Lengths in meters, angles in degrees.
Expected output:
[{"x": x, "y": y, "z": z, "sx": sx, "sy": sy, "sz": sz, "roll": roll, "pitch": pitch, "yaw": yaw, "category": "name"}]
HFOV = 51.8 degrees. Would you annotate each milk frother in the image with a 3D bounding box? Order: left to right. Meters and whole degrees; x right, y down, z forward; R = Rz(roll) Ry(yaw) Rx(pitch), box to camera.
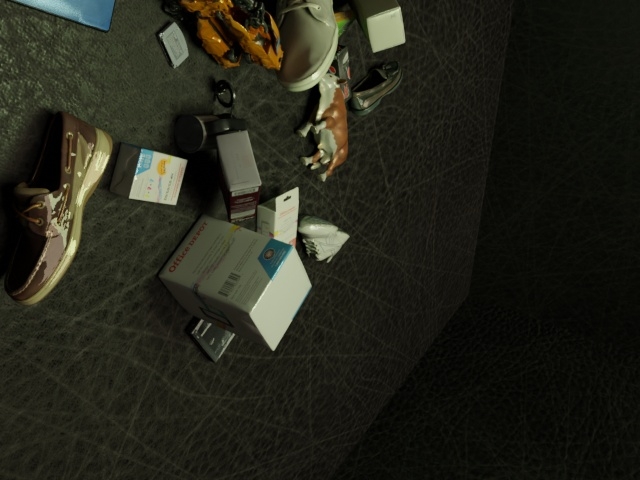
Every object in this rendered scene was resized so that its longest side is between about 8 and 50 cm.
[{"x": -0.248, "y": -0.279, "z": 1.473, "sx": 0.135, "sy": 0.129, "sz": 0.143, "roll": -20, "pitch": 81, "yaw": -58, "category": "milk frother"}]

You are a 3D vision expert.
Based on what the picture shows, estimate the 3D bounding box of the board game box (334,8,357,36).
[{"x": -0.013, "y": -0.535, "z": 1.720, "sx": 0.124, "sy": 0.039, "sz": 0.259, "roll": -36, "pitch": -178, "yaw": 41, "category": "board game box"}]

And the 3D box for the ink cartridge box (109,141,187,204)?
[{"x": -0.348, "y": -0.136, "z": 1.391, "sx": 0.181, "sy": 0.062, "sz": 0.104, "roll": 5, "pitch": 102, "yaw": -63, "category": "ink cartridge box"}]

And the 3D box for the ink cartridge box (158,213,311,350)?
[{"x": -0.200, "y": 0.098, "z": 1.586, "sx": 0.198, "sy": 0.270, "sz": 0.197, "roll": -58, "pitch": 152, "yaw": -24, "category": "ink cartridge box"}]

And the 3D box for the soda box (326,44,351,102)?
[{"x": 0.050, "y": -0.483, "z": 1.926, "sx": 0.060, "sy": 0.053, "sz": 0.168, "roll": -50, "pitch": 147, "yaw": -36, "category": "soda box"}]

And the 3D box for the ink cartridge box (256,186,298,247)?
[{"x": -0.122, "y": -0.054, "z": 1.862, "sx": 0.115, "sy": 0.067, "sz": 0.198, "roll": -33, "pitch": 136, "yaw": -51, "category": "ink cartridge box"}]

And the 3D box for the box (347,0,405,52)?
[{"x": 0.140, "y": -0.634, "z": 1.779, "sx": 0.113, "sy": 0.094, "sz": 0.275, "roll": 70, "pitch": 2, "yaw": -47, "category": "box"}]

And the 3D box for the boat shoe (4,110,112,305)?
[{"x": -0.481, "y": -0.062, "z": 1.141, "sx": 0.123, "sy": 0.123, "sz": 0.341, "roll": 36, "pitch": 71, "yaw": -54, "category": "boat shoe"}]

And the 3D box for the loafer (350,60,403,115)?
[{"x": 0.183, "y": -0.509, "z": 2.121, "sx": 0.267, "sy": 0.096, "sz": 0.084, "roll": -52, "pitch": 142, "yaw": -29, "category": "loafer"}]

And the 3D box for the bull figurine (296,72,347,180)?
[{"x": 0.016, "y": -0.327, "z": 1.913, "sx": 0.188, "sy": 0.101, "sz": 0.310, "roll": -48, "pitch": 143, "yaw": -32, "category": "bull figurine"}]

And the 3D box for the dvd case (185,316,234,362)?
[{"x": -0.260, "y": 0.194, "z": 1.802, "sx": 0.238, "sy": 0.030, "sz": 0.179, "roll": -58, "pitch": 150, "yaw": -25, "category": "dvd case"}]

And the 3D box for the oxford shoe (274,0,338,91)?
[{"x": -0.042, "y": -0.545, "z": 1.531, "sx": 0.130, "sy": 0.169, "sz": 0.449, "roll": 47, "pitch": 45, "yaw": -56, "category": "oxford shoe"}]

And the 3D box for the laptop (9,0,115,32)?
[{"x": -0.342, "y": -0.546, "z": 0.968, "sx": 0.382, "sy": 0.408, "sz": 0.236, "roll": -4, "pitch": 76, "yaw": -62, "category": "laptop"}]

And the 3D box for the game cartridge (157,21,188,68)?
[{"x": -0.302, "y": -0.404, "z": 1.359, "sx": 0.056, "sy": 0.017, "sz": 0.083, "roll": -52, "pitch": 148, "yaw": -27, "category": "game cartridge"}]

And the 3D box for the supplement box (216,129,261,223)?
[{"x": -0.189, "y": -0.139, "z": 1.503, "sx": 0.239, "sy": 0.073, "sz": 0.130, "roll": 120, "pitch": -44, "yaw": -72, "category": "supplement box"}]

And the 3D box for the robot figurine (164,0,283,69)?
[{"x": -0.190, "y": -0.450, "z": 1.355, "sx": 0.291, "sy": 0.211, "sz": 0.085, "roll": 50, "pitch": 48, "yaw": -67, "category": "robot figurine"}]

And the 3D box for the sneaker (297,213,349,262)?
[{"x": 0.000, "y": 0.000, "z": 2.088, "sx": 0.129, "sy": 0.111, "sz": 0.297, "roll": -64, "pitch": 152, "yaw": -1, "category": "sneaker"}]
